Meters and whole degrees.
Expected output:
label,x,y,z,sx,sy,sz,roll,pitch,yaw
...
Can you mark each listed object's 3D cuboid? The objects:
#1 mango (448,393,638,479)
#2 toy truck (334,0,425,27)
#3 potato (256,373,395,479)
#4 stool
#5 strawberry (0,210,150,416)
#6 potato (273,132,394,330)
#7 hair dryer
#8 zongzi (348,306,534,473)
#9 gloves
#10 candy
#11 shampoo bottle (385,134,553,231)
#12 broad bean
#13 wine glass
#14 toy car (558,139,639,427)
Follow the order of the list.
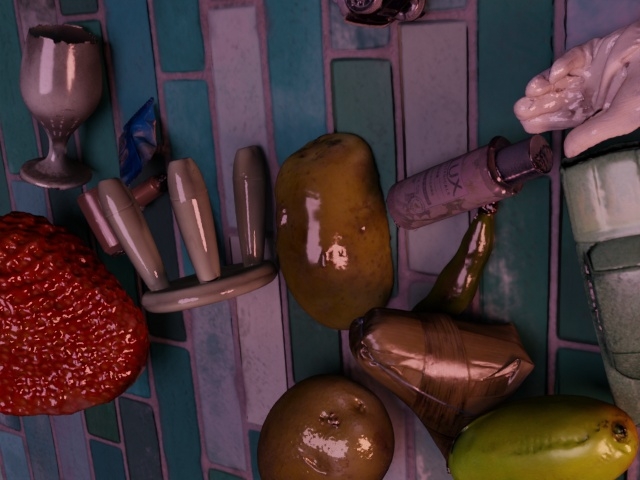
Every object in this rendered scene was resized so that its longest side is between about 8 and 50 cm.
label,x,y,z,sx,sy,sz,roll,pitch,yaw
mango,0.249,0.237,0.890,0.125,0.111,0.233,35,136,-27
toy truck,0.105,-0.368,0.842,0.268,0.124,0.155,-41,75,33
potato,-0.003,0.298,1.111,0.251,0.159,0.174,-54,51,42
stool,-0.176,-0.016,1.093,0.195,0.195,0.198,-8,99,35
strawberry,-0.448,0.140,1.286,0.351,0.267,0.312,29,90,4
potato,0.000,0.000,1.038,0.160,0.111,0.271,-1,106,31
hair dryer,-0.300,-0.057,1.245,0.182,0.064,0.117,-29,90,30
zongzi,0.119,0.192,0.982,0.221,0.112,0.242,14,124,-12
gloves,0.304,-0.159,0.796,0.229,0.097,0.119,-15,75,40
candy,-0.281,-0.145,1.183,0.088,0.038,0.136,-33,48,33
shampoo bottle,0.169,-0.068,0.903,0.214,0.072,0.072,-21,94,49
broad bean,0.163,0.070,0.997,0.060,0.043,0.297,42,122,23
wine glass,-0.409,-0.209,1.222,0.126,0.126,0.241,26,121,24
toy car,0.356,0.053,0.832,0.141,0.097,0.320,-12,99,34
